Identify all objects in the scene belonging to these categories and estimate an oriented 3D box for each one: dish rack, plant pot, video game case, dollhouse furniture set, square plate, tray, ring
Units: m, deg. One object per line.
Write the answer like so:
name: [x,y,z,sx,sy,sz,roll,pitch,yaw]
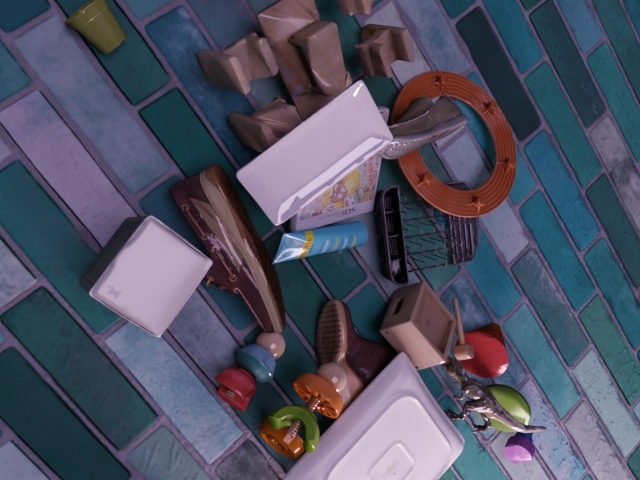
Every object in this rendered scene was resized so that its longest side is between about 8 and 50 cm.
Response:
dish rack: [0.241,-0.026,1.399,0.272,0.074,0.208,-9,96,-25]
plant pot: [-0.375,-0.365,1.103,0.083,0.083,0.079,-49,121,-16]
video game case: [0.037,-0.136,1.248,0.206,0.026,0.226,-18,129,-35]
dollhouse furniture set: [-0.081,-0.426,1.196,0.362,0.256,0.394,-38,128,-18]
square plate: [0.137,0.460,1.335,0.347,0.049,0.344,-44,122,-15]
tray: [-0.010,-0.155,1.143,0.270,0.030,0.145,-37,131,-1]
ring: [0.300,-0.215,1.399,0.337,0.032,0.336,7,75,-26]

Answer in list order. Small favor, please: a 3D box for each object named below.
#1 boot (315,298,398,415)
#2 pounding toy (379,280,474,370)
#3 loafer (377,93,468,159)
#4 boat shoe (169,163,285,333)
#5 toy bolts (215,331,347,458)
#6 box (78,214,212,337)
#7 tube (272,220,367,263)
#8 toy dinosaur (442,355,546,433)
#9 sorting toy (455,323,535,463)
boot: [0.099,0.233,1.352,0.207,0.090,0.248,-7,94,-37]
pounding toy: [0.237,0.192,1.391,0.206,0.094,0.181,50,40,-19]
loafer: [0.188,-0.231,1.282,0.251,0.094,0.087,-25,85,-41]
boat shoe: [-0.170,0.033,1.201,0.123,0.123,0.341,-22,110,7]
toy bolts: [-0.070,0.284,1.238,0.229,0.218,0.158,34,60,10]
box: [-0.294,0.052,1.064,0.127,0.232,0.148,39,76,-20]
tube: [0.000,0.000,1.275,0.207,0.052,0.080,-11,134,-36]
toy dinosaur: [0.357,0.375,1.444,0.268,0.064,0.118,38,117,3]
sorting toy: [0.430,0.337,1.503,0.126,0.127,0.365,-42,114,-49]
